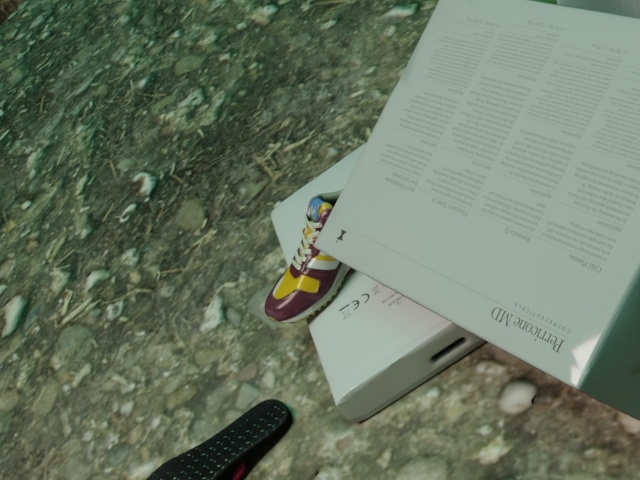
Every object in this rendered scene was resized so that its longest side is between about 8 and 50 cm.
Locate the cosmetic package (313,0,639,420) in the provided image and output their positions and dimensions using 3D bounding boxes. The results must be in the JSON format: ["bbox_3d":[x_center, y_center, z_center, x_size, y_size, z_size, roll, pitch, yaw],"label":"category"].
[{"bbox_3d":[0.181,-0.053,1.049,0.377,0.097,0.284,29,89,55],"label":"cosmetic package"}]

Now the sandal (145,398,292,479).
[{"bbox_3d":[-0.100,0.224,1.214,0.179,0.040,0.067,-33,36,-16],"label":"sandal"}]

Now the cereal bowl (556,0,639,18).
[{"bbox_3d":[0.358,-0.206,1.034,0.141,0.339,0.339,-23,26,-25],"label":"cereal bowl"}]

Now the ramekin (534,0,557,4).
[{"bbox_3d":[0.275,-0.296,1.355,0.303,0.148,0.303,-26,35,20],"label":"ramekin"}]

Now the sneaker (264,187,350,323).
[{"bbox_3d":[0.000,0.000,1.247,0.185,0.084,0.069,-45,33,-8],"label":"sneaker"}]

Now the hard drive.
[{"bbox_3d":[0.080,0.007,1.280,0.233,0.047,0.353,-35,34,9],"label":"hard drive"}]
